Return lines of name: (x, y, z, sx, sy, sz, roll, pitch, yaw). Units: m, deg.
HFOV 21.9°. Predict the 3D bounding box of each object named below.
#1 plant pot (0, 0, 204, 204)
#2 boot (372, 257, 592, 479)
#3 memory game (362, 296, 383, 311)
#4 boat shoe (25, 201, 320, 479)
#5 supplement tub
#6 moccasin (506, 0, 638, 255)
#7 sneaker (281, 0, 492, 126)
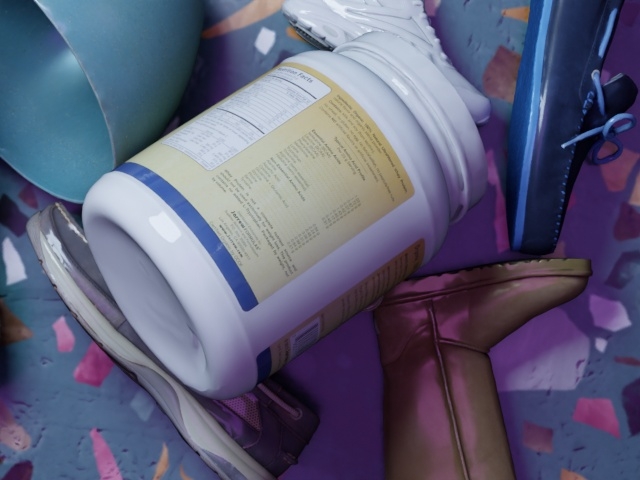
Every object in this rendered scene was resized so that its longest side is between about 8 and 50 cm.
plant pot: (-0.223, -0.208, 1.550, 0.195, 0.290, 0.290, -40, 89, -28)
boot: (0.168, 0.159, 1.619, 0.236, 0.089, 0.269, -10, 89, 14)
memory game: (0.000, 0.000, 1.620, 0.186, 0.012, 0.186, -4, 67, 10)
boat shoe: (-0.140, 0.090, 1.613, 0.130, 0.132, 0.355, -42, 98, -9)
supplement tub: (-0.028, -0.029, 1.484, 0.316, 0.228, 0.228, -34, 89, -22)
moccasin: (0.253, -0.151, 1.588, 0.117, 0.138, 0.342, 10, 91, -3)
sneaker: (0.082, -0.201, 1.616, 0.232, 0.090, 0.115, 35, 87, 0)
